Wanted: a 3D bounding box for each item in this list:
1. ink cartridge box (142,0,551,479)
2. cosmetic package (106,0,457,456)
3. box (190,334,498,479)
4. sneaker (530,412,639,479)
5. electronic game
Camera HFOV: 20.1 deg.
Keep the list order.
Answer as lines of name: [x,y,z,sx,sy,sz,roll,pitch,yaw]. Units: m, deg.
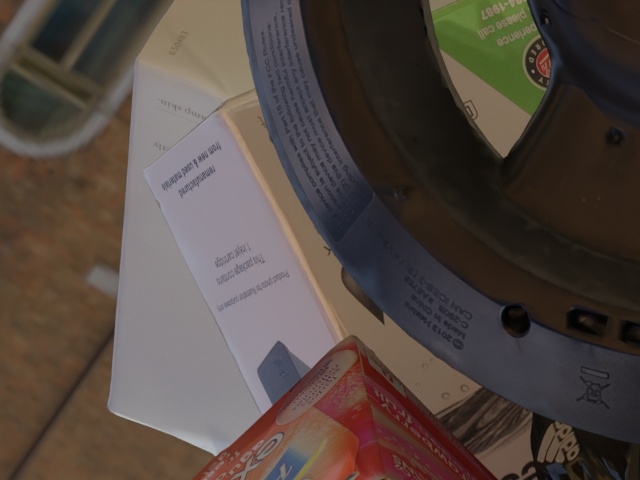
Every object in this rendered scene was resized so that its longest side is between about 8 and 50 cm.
ink cartridge box: [0.078,0.041,0.787,0.273,0.198,0.115,63,154,1]
cosmetic package: [0.000,0.000,1.109,0.217,0.156,0.385,24,147,6]
box: [0.066,0.197,0.603,0.300,0.142,0.154,45,-173,-12]
sneaker: [0.321,0.022,0.652,0.257,0.447,0.169,43,-159,-28]
electronic game: [0.090,-0.067,0.403,0.229,0.229,0.048,38,-170,15]
